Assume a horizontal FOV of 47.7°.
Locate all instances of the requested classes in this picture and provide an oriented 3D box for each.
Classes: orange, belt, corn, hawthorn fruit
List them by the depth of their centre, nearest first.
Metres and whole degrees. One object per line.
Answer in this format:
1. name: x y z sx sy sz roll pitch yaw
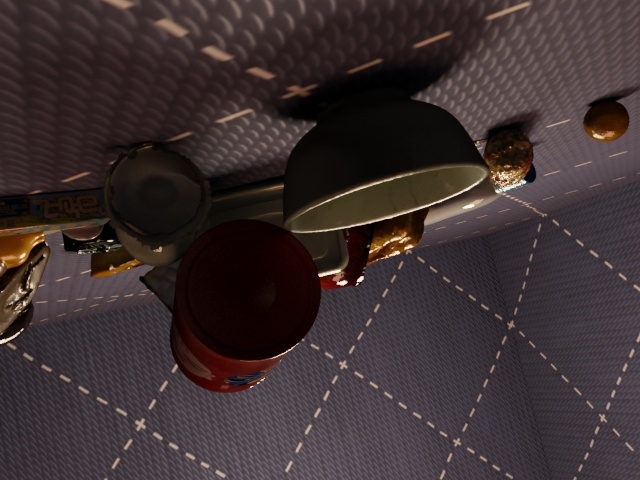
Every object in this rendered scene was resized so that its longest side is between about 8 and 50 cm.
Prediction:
1. belt: -0.413 -0.008 1.318 0.105 0.058 0.140 -11 174 6
2. orange: 0.531 -0.222 1.347 0.085 0.085 0.085 -13 173 -2
3. corn: 0.377 -0.160 1.473 0.098 0.098 0.290 -14 176 9
4. hawthorn fruit: 0.000 0.000 1.622 0.249 0.215 0.215 7 -177 26

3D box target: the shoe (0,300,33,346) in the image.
1. shoe: -0.805 0.168 1.508 0.237 0.171 0.384 -10 178 40

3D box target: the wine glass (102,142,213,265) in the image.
1. wine glass: -0.245 -0.037 1.077 0.143 0.143 0.321 -11 175 -16

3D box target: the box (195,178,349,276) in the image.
1. box: -0.096 -0.009 1.399 0.293 0.193 0.167 -11 179 0

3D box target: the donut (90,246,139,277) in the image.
1. donut: -0.427 0.030 1.597 0.178 0.066 0.162 -19 176 32

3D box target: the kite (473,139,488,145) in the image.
1. kite: 0.237 -0.174 1.427 0.190 0.010 0.159 -13 172 -13

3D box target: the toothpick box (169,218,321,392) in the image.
1. toothpick box: -0.130 0.117 1.128 0.204 0.204 0.333 -11 164 -16

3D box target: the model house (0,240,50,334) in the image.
1. model house: -0.589 0.076 1.244 0.164 0.141 0.203 20 -143 7

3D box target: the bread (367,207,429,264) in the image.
1. bread: 0.084 -0.016 1.793 0.380 0.185 0.109 -22 125 33

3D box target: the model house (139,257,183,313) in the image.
1. model house: -0.222 0.094 1.824 0.339 0.297 0.360 -45 179 -10

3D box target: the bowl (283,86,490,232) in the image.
1. bowl: 0.072 -0.118 0.990 0.289 0.146 0.289 -13 171 -2

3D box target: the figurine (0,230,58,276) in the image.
1. figurine: -0.506 0.033 1.130 0.249 0.141 0.166 -11 171 -22

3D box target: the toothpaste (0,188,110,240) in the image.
1. toothpaste: -0.412 -0.031 1.078 0.193 0.070 0.044 -9 174 -34

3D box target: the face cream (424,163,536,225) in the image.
1. face cream: 0.366 -0.119 1.746 0.163 0.080 0.336 -33 -173 -38
